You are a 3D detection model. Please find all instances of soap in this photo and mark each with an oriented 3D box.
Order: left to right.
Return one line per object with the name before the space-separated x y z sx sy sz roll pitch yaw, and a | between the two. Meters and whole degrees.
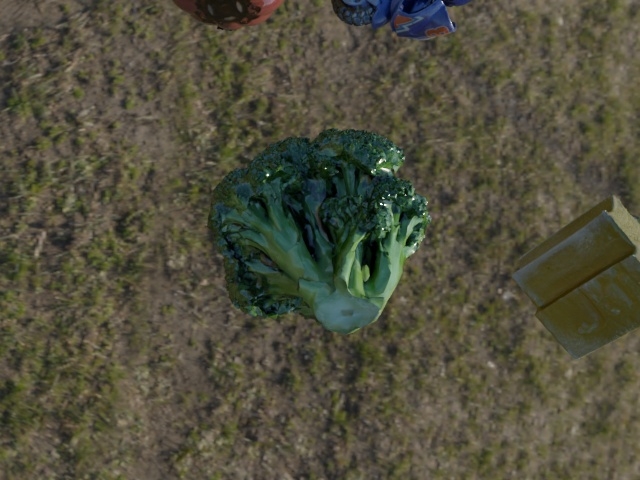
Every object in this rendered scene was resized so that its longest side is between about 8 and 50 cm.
soap | 0.581 0.081 1.843 0.259 0.281 0.143 51 43 5

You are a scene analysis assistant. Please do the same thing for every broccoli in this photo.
broccoli | 0.000 0.000 1.147 0.308 0.307 0.275 47 20 -30

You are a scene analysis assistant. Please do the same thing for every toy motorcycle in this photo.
toy motorcycle | 0.105 -0.239 0.733 0.205 0.114 0.076 -40 159 11

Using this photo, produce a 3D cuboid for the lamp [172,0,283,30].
lamp | -0.131 -0.382 1.231 0.182 0.182 0.140 21 57 -38
